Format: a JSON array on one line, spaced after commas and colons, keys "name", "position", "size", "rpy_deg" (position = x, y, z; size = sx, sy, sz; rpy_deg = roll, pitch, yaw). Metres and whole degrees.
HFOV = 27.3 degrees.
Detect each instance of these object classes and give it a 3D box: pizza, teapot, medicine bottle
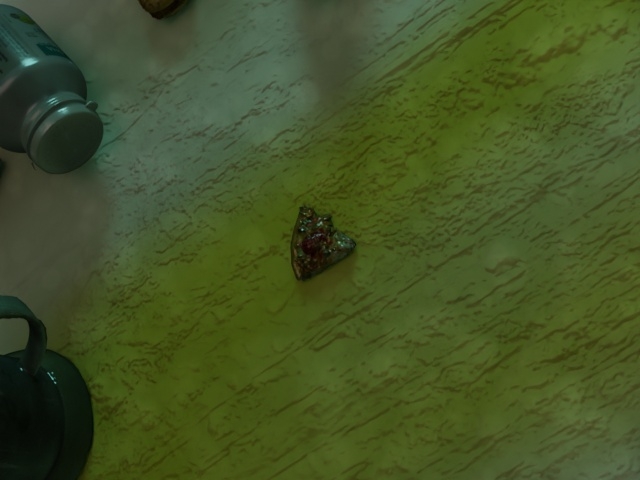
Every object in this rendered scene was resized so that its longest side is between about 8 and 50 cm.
[{"name": "pizza", "position": [-0.001, 0.000, 1.406], "size": [0.078, 0.025, 0.083], "rpy_deg": [-5, 76, 32]}, {"name": "teapot", "position": [-0.409, 0.171, 1.423], "size": [0.270, 0.337, 0.200], "rpy_deg": [-50, 60, 10]}, {"name": "medicine bottle", "position": [-0.355, -0.178, 1.590], "size": [0.215, 0.135, 0.135], "rpy_deg": [45, 102, 30]}]

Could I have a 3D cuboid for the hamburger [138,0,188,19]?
[{"name": "hamburger", "position": [-0.189, -0.306, 1.576], "size": [0.076, 0.044, 0.083], "rpy_deg": [-29, 68, 20]}]
